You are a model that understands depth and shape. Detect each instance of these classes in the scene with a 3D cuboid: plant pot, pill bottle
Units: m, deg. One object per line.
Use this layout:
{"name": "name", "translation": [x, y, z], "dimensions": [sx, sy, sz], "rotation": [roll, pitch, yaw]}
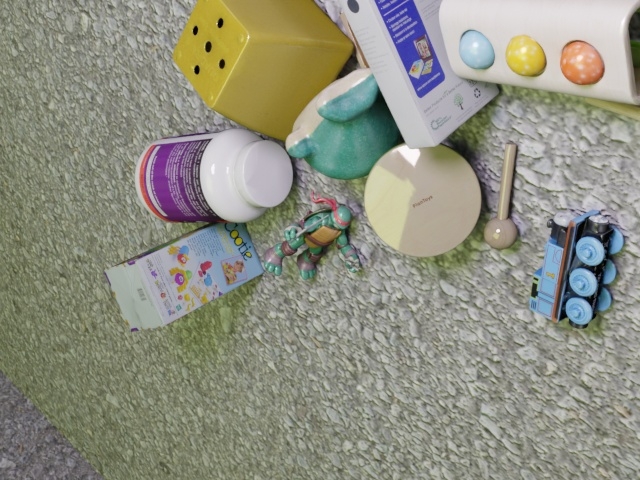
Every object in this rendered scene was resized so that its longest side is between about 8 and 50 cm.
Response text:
{"name": "plant pot", "translation": [-0.113, -0.309, 1.286], "dimensions": [0.212, 0.187, 0.212], "rotation": [53, 125, 27]}
{"name": "pill bottle", "translation": [-0.210, -0.124, 1.533], "dimensions": [0.323, 0.181, 0.181], "rotation": [2, 111, 44]}

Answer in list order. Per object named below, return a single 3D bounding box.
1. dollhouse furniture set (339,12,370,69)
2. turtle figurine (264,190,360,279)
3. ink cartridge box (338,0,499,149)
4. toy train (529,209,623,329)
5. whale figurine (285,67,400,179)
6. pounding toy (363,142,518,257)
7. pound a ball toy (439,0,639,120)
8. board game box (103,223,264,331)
{"name": "dollhouse furniture set", "translation": [0.072, -0.332, 1.195], "dimensions": [0.151, 0.123, 0.144], "rotation": [-18, 97, 47]}
{"name": "turtle figurine", "translation": [0.000, 0.000, 1.447], "dimensions": [0.175, 0.118, 0.234], "rotation": [27, 144, -22]}
{"name": "ink cartridge box", "translation": [0.123, -0.308, 1.072], "dimensions": [0.065, 0.165, 0.332], "rotation": [3, 125, 53]}
{"name": "toy train", "translation": [0.368, 0.040, 1.131], "dimensions": [0.105, 0.080, 0.184], "rotation": [26, 127, 40]}
{"name": "whale figurine", "translation": [0.052, -0.176, 1.206], "dimensions": [0.141, 0.216, 0.272], "rotation": [58, 176, 3]}
{"name": "pounding toy", "translation": [0.194, -0.073, 1.245], "dimensions": [0.237, 0.110, 0.182], "rotation": [0, 101, 13]}
{"name": "pound a ball toy", "translation": [0.311, -0.215, 0.974], "dimensions": [0.319, 0.136, 0.208], "rotation": [25, 146, 47]}
{"name": "board game box", "translation": [-0.281, 0.065, 1.628], "dimensions": [0.142, 0.275, 0.144], "rotation": [-14, 100, 47]}
